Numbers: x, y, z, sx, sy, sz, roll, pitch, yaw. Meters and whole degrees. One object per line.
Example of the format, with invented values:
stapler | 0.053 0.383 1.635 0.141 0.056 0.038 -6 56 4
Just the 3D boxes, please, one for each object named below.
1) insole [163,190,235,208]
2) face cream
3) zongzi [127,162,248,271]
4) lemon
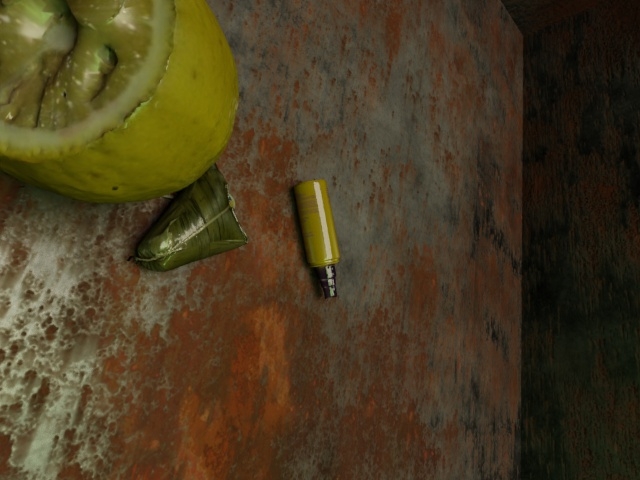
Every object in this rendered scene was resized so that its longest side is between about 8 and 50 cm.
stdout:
insole | -0.241 -0.089 0.879 0.193 0.006 0.065 20 69 -44
face cream | 0.000 0.000 1.066 0.078 0.078 0.273 -12 91 -47
zongzi | -0.244 -0.061 0.801 0.205 0.094 0.204 -22 103 -46
lemon | -0.279 -0.209 0.640 0.364 0.364 0.364 10 75 -45
